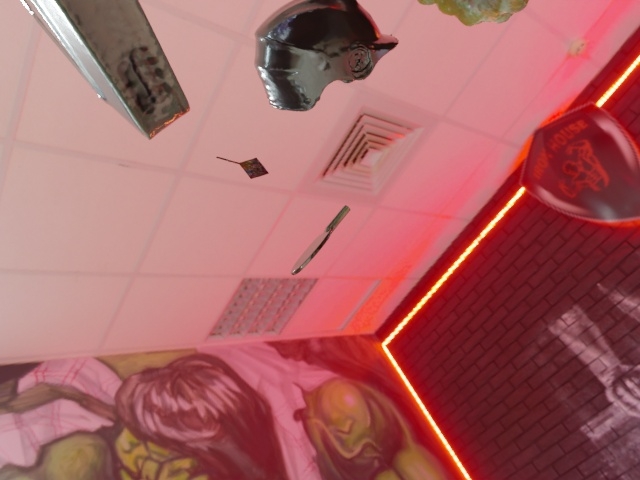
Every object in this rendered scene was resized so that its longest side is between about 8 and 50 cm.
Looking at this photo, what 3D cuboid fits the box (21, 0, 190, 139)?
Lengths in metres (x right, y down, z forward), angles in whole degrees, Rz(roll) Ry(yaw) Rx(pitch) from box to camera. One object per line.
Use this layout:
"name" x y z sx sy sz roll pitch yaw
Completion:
"box" -0.366 -0.370 0.661 0.111 0.396 0.396 -39 -23 -13

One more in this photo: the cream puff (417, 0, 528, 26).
"cream puff" 0.287 -0.602 0.896 0.275 0.378 0.378 -56 -38 1

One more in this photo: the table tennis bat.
"table tennis bat" 0.000 0.000 0.870 0.158 0.014 0.095 -51 7 -15

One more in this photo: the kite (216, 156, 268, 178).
"kite" -0.117 -0.111 0.750 0.078 0.044 0.002 -4 -32 -28

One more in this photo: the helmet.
"helmet" -0.006 -0.409 1.001 0.305 0.225 0.177 -36 -59 -3
